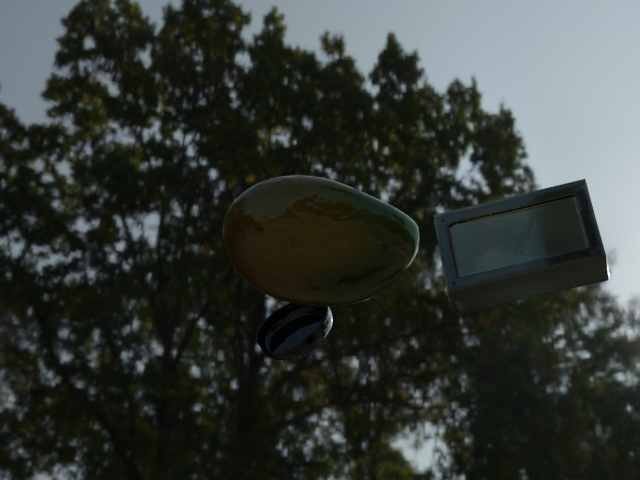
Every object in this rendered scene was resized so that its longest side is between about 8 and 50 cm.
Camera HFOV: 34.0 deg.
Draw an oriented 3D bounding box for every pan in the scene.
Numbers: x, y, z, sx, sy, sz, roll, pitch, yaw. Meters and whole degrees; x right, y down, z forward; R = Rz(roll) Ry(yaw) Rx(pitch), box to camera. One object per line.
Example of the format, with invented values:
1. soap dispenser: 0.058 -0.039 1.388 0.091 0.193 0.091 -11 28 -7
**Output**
1. pan: -0.032 0.094 1.504 0.114 0.212 0.040 -19 -55 18

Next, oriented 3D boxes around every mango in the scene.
1. mango: 0.000 0.000 1.024 0.194 0.130 0.092 -1 -15 8

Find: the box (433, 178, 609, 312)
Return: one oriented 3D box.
1. box: 0.287 0.008 1.509 0.225 0.130 0.086 -14 -30 11
